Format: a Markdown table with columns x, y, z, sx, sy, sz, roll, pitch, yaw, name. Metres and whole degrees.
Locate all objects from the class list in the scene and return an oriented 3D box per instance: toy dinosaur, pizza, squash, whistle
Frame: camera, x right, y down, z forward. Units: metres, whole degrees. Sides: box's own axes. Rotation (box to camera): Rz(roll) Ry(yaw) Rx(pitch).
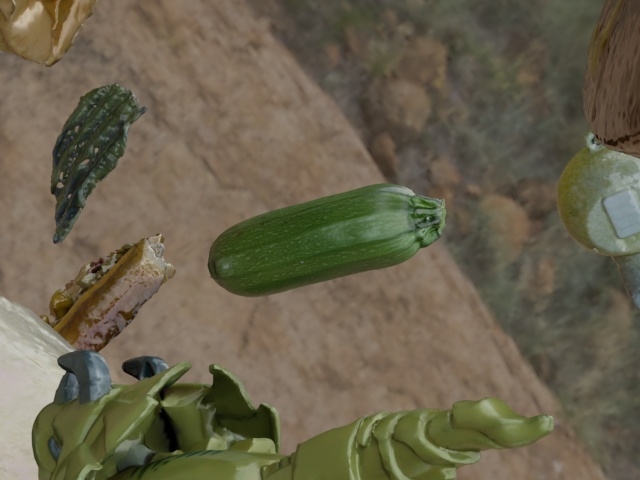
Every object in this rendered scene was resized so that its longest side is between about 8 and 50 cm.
| x | y | z | sx | sy | sz | roll | pitch | yaw | name |
| --- | --- | --- | --- | --- | --- | --- | --- | --- | --- |
| -0.024 | 0.103 | 0.462 | 0.094 | 0.259 | 0.153 | 7 | 77 | -40 | toy dinosaur |
| -0.226 | 0.062 | 1.478 | 0.074 | 0.251 | 0.287 | 44 | 35 | -12 | pizza |
| 0.000 | 0.000 | 1.189 | 0.077 | 0.219 | 0.068 | 42 | 41 | -53 | squash |
| 0.289 | -0.014 | 1.314 | 0.223 | 0.123 | 0.123 | 59 | 30 | -26 | whistle |

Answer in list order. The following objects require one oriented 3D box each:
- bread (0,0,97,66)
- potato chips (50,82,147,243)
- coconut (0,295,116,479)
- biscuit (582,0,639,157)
| x | y | z | sx | sy | sz | roll | pitch | yaw | name |
| --- | --- | --- | --- | --- | --- | --- | --- | --- | --- |
| -0.189 | -0.262 | 0.913 | 0.156 | 0.288 | 0.204 | 24 | -1 | 8 | bread |
| -0.279 | -0.097 | 1.703 | 0.092 | 0.207 | 0.028 | 44 | 22 | 24 | potato chips |
| -0.190 | 0.158 | 0.734 | 0.259 | 0.259 | 0.259 | 33 | 41 | -34 | coconut |
| 0.175 | -0.163 | 0.584 | 0.052 | 0.277 | 0.262 | 21 | 12 | -2 | biscuit |
